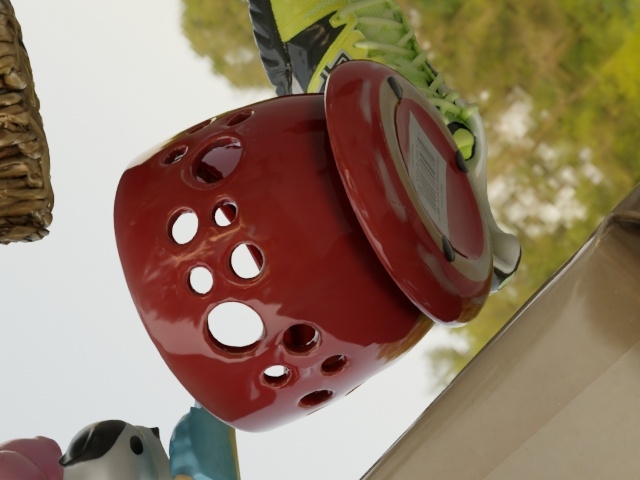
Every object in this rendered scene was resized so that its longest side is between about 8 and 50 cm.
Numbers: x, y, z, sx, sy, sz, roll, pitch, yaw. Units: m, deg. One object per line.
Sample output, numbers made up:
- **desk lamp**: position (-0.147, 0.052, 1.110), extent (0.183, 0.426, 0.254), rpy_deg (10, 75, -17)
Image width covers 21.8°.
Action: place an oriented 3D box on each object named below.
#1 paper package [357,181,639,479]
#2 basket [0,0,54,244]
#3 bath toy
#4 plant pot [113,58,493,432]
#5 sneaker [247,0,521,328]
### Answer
- **paper package**: position (0.146, 0.100, 0.781), extent (0.168, 0.325, 0.309), rpy_deg (44, -144, 8)
- **basket**: position (-0.345, -0.089, 1.130), extent (0.223, 0.299, 0.213), rpy_deg (-128, 25, -73)
- **bath toy**: position (-0.247, 0.207, 1.442), extent (0.151, 0.348, 0.129), rpy_deg (72, -171, -56)
- **plant pot**: position (0.000, 0.000, 0.993), extent (0.191, 0.174, 0.191), rpy_deg (50, -154, -36)
- **sneaker**: position (0.063, -0.117, 1.398), extent (0.145, 0.147, 0.385), rpy_deg (-28, -83, -46)
